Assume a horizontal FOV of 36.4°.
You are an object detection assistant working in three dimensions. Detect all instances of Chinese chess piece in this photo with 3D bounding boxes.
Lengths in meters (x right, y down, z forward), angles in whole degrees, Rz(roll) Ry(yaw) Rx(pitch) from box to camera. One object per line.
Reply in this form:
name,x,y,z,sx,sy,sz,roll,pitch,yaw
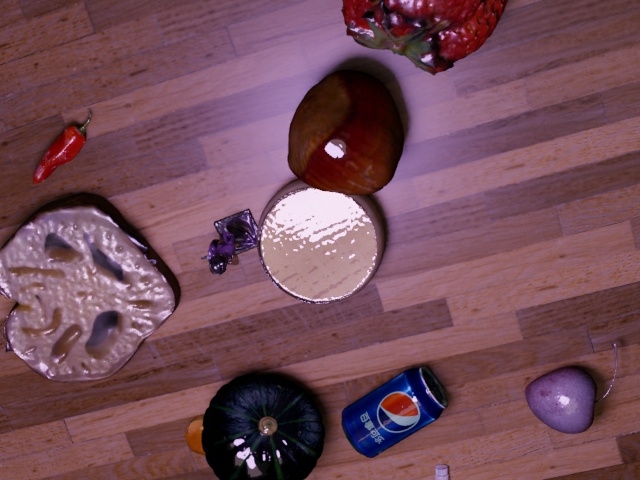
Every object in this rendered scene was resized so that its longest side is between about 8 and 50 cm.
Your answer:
Chinese chess piece,0.000,0.000,1.874,0.250,0.103,0.249,2,106,7

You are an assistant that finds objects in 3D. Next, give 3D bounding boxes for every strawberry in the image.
strawberry,0.184,-0.443,1.661,0.238,0.250,0.288,23,87,35

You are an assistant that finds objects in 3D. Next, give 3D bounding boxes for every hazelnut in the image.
hazelnut,0.055,-0.191,1.758,0.229,0.229,0.229,2,107,7

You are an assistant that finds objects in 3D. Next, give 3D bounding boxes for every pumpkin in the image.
pumpkin,-0.121,0.397,1.969,0.248,0.248,0.248,2,107,7

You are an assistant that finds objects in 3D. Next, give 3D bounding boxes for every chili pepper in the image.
chili pepper,-0.506,-0.175,1.914,0.050,0.059,0.191,40,106,-14

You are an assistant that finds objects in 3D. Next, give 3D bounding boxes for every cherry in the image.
cherry,0.478,0.280,1.897,0.148,0.115,0.188,13,104,45

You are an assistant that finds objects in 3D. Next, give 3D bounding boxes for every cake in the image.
cake,-0.246,0.412,2.063,0.084,0.044,0.084,2,108,6

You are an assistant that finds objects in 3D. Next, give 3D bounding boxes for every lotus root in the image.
lotus root,-0.474,0.102,1.972,0.375,0.111,0.390,6,104,4

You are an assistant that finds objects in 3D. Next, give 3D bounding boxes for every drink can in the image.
drink can,0.147,0.342,1.949,0.205,0.118,0.118,-35,99,15

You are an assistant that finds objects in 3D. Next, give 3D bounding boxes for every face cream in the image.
face cream,0.256,0.523,2.039,0.038,0.020,0.115,-2,109,7

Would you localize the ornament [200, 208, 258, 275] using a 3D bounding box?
ornament,-0.185,0.016,1.858,0.081,0.203,0.088,-21,105,21
